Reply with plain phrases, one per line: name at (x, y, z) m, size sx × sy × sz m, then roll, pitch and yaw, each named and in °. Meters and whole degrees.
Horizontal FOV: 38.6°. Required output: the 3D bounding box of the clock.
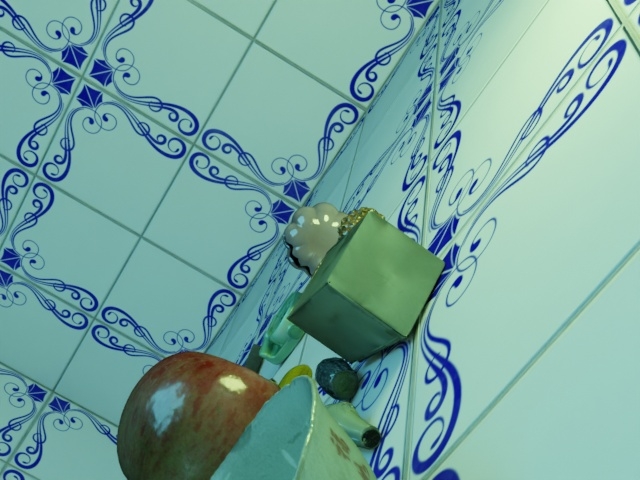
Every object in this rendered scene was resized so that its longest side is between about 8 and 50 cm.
clock at (-0.067, 0.190, 2.210) m, size 0.211 × 0.066 × 0.159 m, roll -53°, pitch 11°, yaw 34°

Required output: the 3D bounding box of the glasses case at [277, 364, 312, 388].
glasses case at (-0.072, 0.332, 1.720) m, size 0.079 × 0.064 × 0.234 m, roll -44°, pitch 15°, yaw 42°

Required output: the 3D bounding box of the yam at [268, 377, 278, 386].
yam at (-0.183, 0.388, 2.008) m, size 0.128 × 0.129 × 0.238 m, roll -19°, pitch -22°, yaw -40°

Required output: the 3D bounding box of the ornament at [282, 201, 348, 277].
ornament at (0.000, 0.001, 2.111) m, size 0.178 × 0.177 × 0.177 m, roll -57°, pitch 8°, yaw 13°

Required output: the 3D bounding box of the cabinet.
cabinet at (0.068, 0.083, 1.445) m, size 0.145 × 0.150 × 0.206 m, roll -59°, pitch 6°, yaw -27°

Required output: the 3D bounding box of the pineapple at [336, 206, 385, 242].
pineapple at (0.083, 0.034, 1.744) m, size 0.237 × 0.111 × 0.119 m, roll -84°, pitch -5°, yaw -60°

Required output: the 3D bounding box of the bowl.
bowl at (-0.039, 0.367, 0.892) m, size 0.435 × 0.196 × 0.435 m, roll -58°, pitch 8°, yaw 14°

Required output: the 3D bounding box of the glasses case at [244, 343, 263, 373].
glasses case at (-0.197, 0.366, 2.454) m, size 0.191 × 0.042 × 0.072 m, roll -69°, pitch 5°, yaw -50°

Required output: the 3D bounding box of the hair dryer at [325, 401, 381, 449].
hair dryer at (0.021, 0.318, 1.272) m, size 0.167 × 0.067 × 0.199 m, roll -33°, pitch 37°, yaw 60°

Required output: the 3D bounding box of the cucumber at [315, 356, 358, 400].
cucumber at (0.026, 0.226, 1.503) m, size 0.064 × 0.064 × 0.112 m, roll -60°, pitch 8°, yaw -4°

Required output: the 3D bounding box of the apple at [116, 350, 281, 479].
apple at (-0.176, 0.338, 1.447) m, size 0.269 × 0.344 × 0.345 m, roll -64°, pitch 9°, yaw -18°
